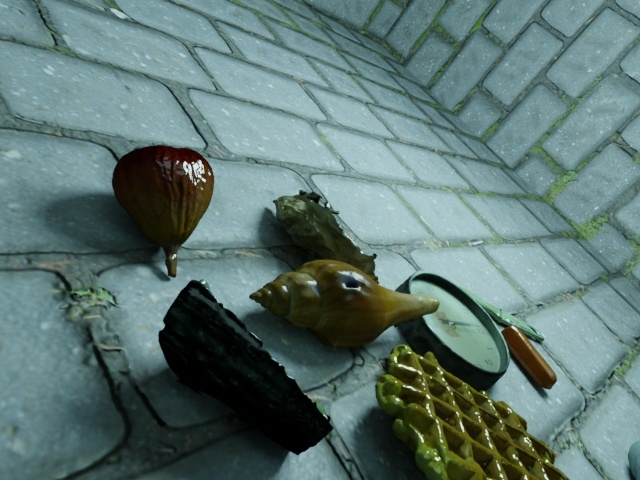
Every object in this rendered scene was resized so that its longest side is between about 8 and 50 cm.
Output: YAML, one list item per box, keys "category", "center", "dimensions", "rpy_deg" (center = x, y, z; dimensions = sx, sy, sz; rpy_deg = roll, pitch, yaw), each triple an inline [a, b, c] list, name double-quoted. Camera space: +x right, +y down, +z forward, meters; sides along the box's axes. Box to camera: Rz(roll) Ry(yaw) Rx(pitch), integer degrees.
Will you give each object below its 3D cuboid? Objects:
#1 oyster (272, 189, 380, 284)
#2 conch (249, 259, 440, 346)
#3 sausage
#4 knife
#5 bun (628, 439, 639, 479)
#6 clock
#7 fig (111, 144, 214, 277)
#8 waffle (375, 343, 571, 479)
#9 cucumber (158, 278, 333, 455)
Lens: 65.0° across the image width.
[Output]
- category: "oyster"
  center: [0.005, 0.001, 0.773]
  dimensions: [0.072, 0.133, 0.209]
  rpy_deg: [-37, 89, -17]
- category: "conch"
  center: [0.055, 0.081, 0.677]
  dimensions: [0.330, 0.093, 0.109]
  rpy_deg: [4, 52, -30]
- category: "sausage"
  center: [0.393, 0.221, 0.949]
  dimensions: [0.131, 0.041, 0.039]
  rpy_deg: [58, 12, 31]
- category: "knife"
  center: [0.361, 0.150, 1.039]
  dimensions: [0.293, 0.020, 0.043]
  rpy_deg: [27, 28, -23]
- category: "bun"
  center: [0.599, 0.415, 0.868]
  dimensions: [0.141, 0.083, 0.141]
  rpy_deg: [24, 25, -11]
- category: "clock"
  center: [0.224, 0.147, 0.853]
  dimensions: [0.226, 0.049, 0.226]
  rpy_deg: [27, 31, -18]
- category: "fig"
  center: [-0.187, -0.048, 0.595]
  dimensions: [0.119, 0.119, 0.153]
  rpy_deg: [21, 40, -29]
- category: "waffle"
  center: [0.198, 0.252, 0.629]
  dimensions: [0.301, 0.058, 0.281]
  rpy_deg: [41, 18, 11]
- category: "cucumber"
  center: [-0.077, 0.131, 0.495]
  dimensions: [0.193, 0.115, 0.085]
  rpy_deg: [40, 71, -6]
